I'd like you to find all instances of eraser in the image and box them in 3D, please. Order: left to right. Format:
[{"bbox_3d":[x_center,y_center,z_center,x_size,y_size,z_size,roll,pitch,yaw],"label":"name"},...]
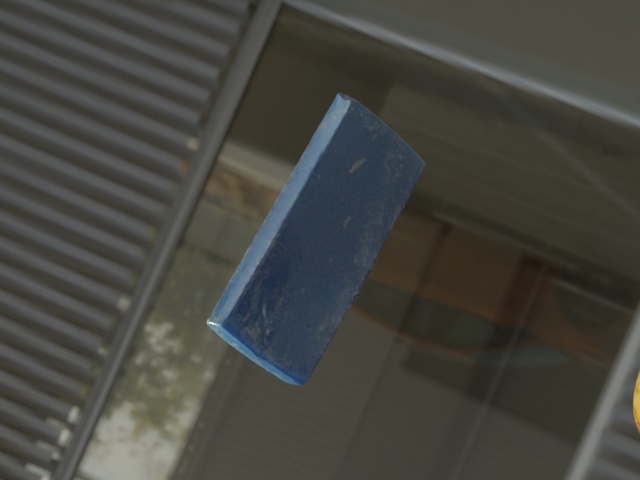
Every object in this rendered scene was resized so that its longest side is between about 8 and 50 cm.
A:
[{"bbox_3d":[0.000,0.000,1.794,0.144,0.312,0.042,39,163,-34],"label":"eraser"}]

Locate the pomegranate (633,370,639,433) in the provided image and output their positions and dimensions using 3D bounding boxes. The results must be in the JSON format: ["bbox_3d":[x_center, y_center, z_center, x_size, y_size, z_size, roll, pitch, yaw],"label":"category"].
[{"bbox_3d":[0.419,0.153,1.483,0.248,0.248,0.248,23,179,0],"label":"pomegranate"}]
